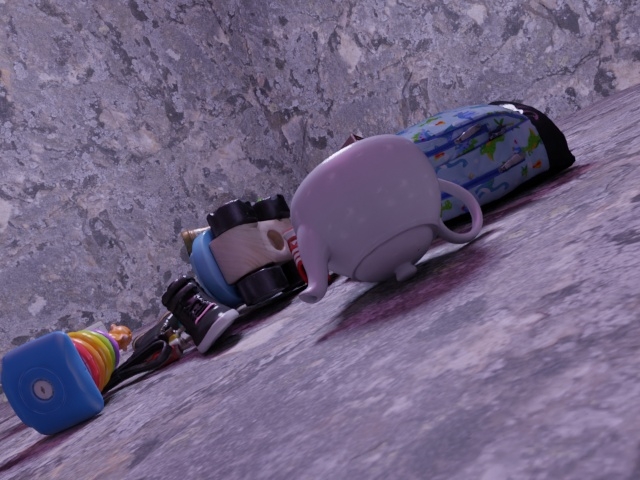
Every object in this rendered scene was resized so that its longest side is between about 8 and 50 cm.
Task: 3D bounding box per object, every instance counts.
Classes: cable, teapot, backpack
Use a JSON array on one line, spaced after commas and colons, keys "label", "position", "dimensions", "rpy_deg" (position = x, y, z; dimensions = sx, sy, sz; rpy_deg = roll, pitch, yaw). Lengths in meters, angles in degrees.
[{"label": "cable", "position": [-0.402, 0.290, 1.229], "dimensions": [0.287, 0.072, 0.139], "rpy_deg": [-39, 21, -5]}, {"label": "teapot", "position": [0.093, -0.024, 0.861], "dimensions": [0.256, 0.187, 0.252], "rpy_deg": [-38, -23, 18]}, {"label": "backpack", "position": [0.269, -0.153, 1.158], "dimensions": [0.355, 0.273, 0.290], "rpy_deg": [-39, 21, -1]}]

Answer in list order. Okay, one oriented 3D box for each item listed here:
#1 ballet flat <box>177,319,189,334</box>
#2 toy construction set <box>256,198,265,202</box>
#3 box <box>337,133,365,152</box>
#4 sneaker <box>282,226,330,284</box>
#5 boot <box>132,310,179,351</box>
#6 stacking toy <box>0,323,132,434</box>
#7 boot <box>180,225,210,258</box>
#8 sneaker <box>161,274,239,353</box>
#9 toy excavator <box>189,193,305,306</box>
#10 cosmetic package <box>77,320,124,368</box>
[{"label": "ballet flat", "position": [-0.303, 0.200, 1.422], "dimensions": [0.087, 0.083, 0.247], "rpy_deg": [-13, 0, -21]}, {"label": "toy construction set", "position": [-0.188, 0.054, 1.891], "dimensions": [0.309, 0.257, 0.237], "rpy_deg": [-49, 22, -14]}, {"label": "box", "position": [0.109, -0.125, 1.433], "dimensions": [0.167, 0.168, 0.203], "rpy_deg": [13, -52, -40]}, {"label": "sneaker", "position": [0.000, 0.054, 1.260], "dimensions": [0.087, 0.128, 0.221], "rpy_deg": [-28, -27, 28]}, {"label": "boot", "position": [-0.450, 0.269, 1.657], "dimensions": [0.198, 0.077, 0.137], "rpy_deg": [-43, 14, -24]}, {"label": "stacking toy", "position": [-0.474, 0.239, 1.151], "dimensions": [0.165, 0.175, 0.302], "rpy_deg": [-24, 7, 13]}, {"label": "boot", "position": [-0.240, 0.002, 1.593], "dimensions": [0.269, 0.089, 0.236], "rpy_deg": [-20, -20, -13]}, {"label": "sneaker", "position": [-0.259, 0.142, 1.160], "dimensions": [0.104, 0.147, 0.295], "rpy_deg": [-45, 6, -17]}, {"label": "toy excavator", "position": [-0.216, 0.082, 1.448], "dimensions": [0.445, 0.222, 0.433], "rpy_deg": [-30, -9, 29]}, {"label": "cosmetic package", "position": [-0.676, 0.341, 1.525], "dimensions": [0.129, 0.153, 0.296], "rpy_deg": [-28, 2, 7]}]
